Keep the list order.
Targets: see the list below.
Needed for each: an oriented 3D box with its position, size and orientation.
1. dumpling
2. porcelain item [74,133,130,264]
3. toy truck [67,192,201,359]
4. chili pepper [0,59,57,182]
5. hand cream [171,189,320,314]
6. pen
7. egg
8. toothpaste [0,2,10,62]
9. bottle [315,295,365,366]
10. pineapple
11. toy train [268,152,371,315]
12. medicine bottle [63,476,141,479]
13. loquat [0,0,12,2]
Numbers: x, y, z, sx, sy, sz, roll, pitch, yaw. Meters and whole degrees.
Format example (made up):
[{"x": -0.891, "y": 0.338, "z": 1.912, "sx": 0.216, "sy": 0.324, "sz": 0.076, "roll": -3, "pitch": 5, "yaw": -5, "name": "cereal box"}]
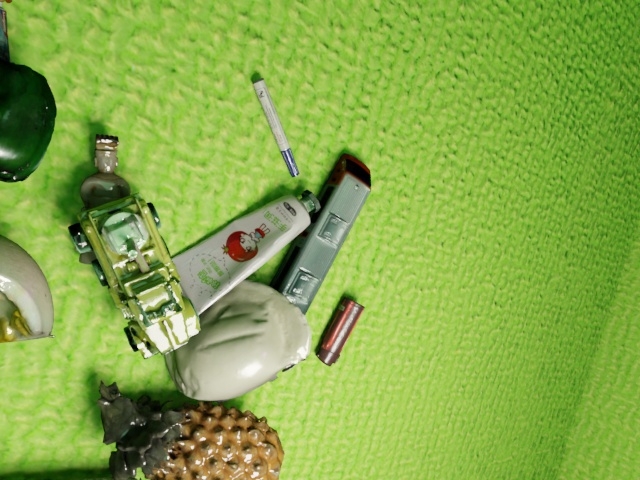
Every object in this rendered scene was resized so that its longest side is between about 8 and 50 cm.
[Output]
[{"x": -0.169, "y": 0.183, "z": 0.851, "sx": 0.243, "sy": 0.175, "sz": 0.227, "roll": -9, "pitch": 75, "yaw": -28, "name": "dumpling"}, {"x": -0.360, "y": -0.067, "z": 0.730, "sx": 0.084, "sy": 0.054, "sz": 0.213, "roll": -1, "pitch": 102, "yaw": -33, "name": "porcelain item"}, {"x": -0.281, "y": 0.067, "z": 0.693, "sx": 0.128, "sy": 0.135, "sz": 0.259, "roll": -25, "pitch": 111, "yaw": -25, "name": "toy truck"}, {"x": -0.478, "y": -0.137, "z": 0.579, "sx": 0.174, "sy": 0.165, "sz": 0.261, "roll": 25, "pitch": 84, "yaw": -51, "name": "chili pepper"}, {"x": -0.143, "y": 0.007, "z": 0.864, "sx": 0.336, "sy": 0.076, "sz": 0.121, "roll": -35, "pitch": 78, "yaw": -20, "name": "hand cream"}, {"x": -0.087, "y": -0.222, "z": 0.883, "sx": 0.025, "sy": 0.025, "sz": 0.204, "roll": -32, "pitch": 117, "yaw": -22, "name": "pen"}, {"x": -0.507, "y": 0.064, "z": 0.601, "sx": 0.271, "sy": 0.206, "sz": 0.161, "roll": 0, "pitch": 77, "yaw": -18, "name": "egg"}, {"x": -0.464, "y": -0.303, "z": 0.634, "sx": 0.027, "sy": 0.019, "sz": 0.083, "roll": -8, "pitch": 107, "yaw": -55, "name": "toothpaste"}, {"x": 0.046, "y": 0.218, "z": 1.046, "sx": 0.060, "sy": 0.060, "sz": 0.164, "roll": 32, "pitch": 84, "yaw": -33, "name": "bottle"}, {"x": -0.258, "y": 0.377, "z": 0.801, "sx": 0.357, "sy": 0.223, "sz": 0.223, "roll": 37, "pitch": 81, "yaw": -28, "name": "pineapple"}, {"x": 0.000, "y": 0.000, "z": 0.952, "sx": 0.086, "sy": 0.089, "sz": 0.409, "roll": 32, "pitch": 84, "yaw": -28, "name": "toy train"}, {"x": -0.484, "y": 0.500, "z": 0.688, "sx": 0.379, "sy": 0.213, "sz": 0.213, "roll": 15, "pitch": 93, "yaw": -33, "name": "medicine bottle"}, {"x": -0.459, "y": -0.377, "z": 0.571, "sx": 0.137, "sy": 0.113, "sz": 0.137, "roll": 6, "pitch": 82, "yaw": -54, "name": "loquat"}]
